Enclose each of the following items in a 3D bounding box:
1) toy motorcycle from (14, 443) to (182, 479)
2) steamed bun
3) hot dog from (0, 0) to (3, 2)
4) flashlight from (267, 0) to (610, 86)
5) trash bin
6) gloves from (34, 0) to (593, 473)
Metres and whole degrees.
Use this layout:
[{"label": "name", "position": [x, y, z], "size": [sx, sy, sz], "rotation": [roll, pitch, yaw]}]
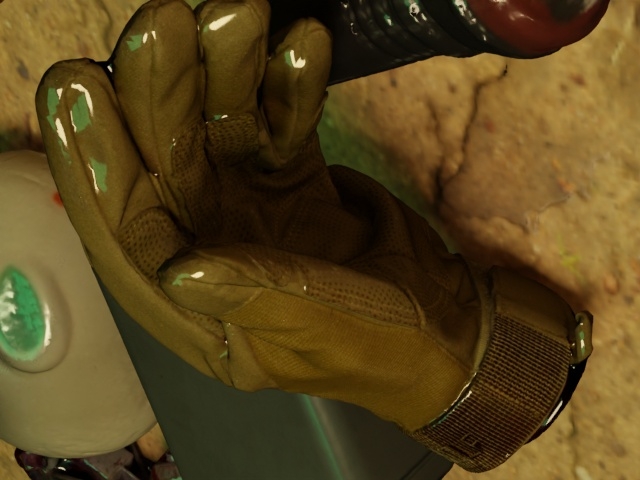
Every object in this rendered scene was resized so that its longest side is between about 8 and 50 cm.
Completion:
[{"label": "toy motorcycle", "position": [-0.144, 0.174, 1.207], "size": [0.213, 0.082, 0.122], "rotation": [-5, 117, 33]}, {"label": "steamed bun", "position": [-0.191, 0.053, 1.106], "size": [0.177, 0.131, 0.228], "rotation": [20, 135, 33]}, {"label": "hot dog", "position": [-0.213, -0.226, 0.946], "size": [0.100, 0.068, 0.249], "rotation": [36, 139, 18]}, {"label": "flashlight", "position": [0.033, -0.116, 0.795], "size": [0.232, 0.093, 0.093], "rotation": [-7, 116, 53]}, {"label": "trash bin", "position": [-0.027, 0.091, 1.007], "size": [0.176, 0.101, 0.236], "rotation": [-3, 117, 47]}, {"label": "gloves", "position": [-0.009, 0.003, 0.793], "size": [0.331, 0.154, 0.141], "rotation": [34, 156, -33]}]
